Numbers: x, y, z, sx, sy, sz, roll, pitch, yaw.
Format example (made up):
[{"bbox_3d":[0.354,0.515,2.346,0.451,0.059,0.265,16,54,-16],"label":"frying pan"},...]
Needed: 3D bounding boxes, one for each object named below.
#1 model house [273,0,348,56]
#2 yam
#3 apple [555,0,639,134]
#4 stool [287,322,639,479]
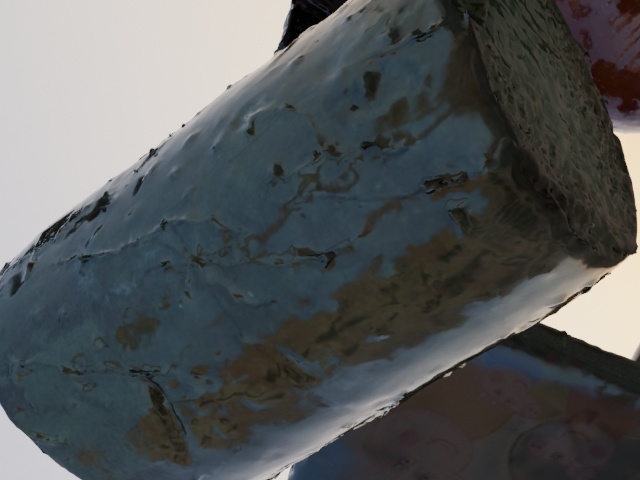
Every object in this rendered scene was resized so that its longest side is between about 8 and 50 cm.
[{"bbox_3d":[0.019,-0.223,1.500,0.106,0.165,0.152,38,176,33],"label":"model house"},{"bbox_3d":[0.000,0.000,0.618,0.161,0.268,0.161,37,-147,-29],"label":"yam"},{"bbox_3d":[0.249,-0.196,1.212,0.235,0.173,0.210,58,-162,24],"label":"apple"},{"bbox_3d":[0.160,0.143,1.201,0.310,0.310,0.226,24,-145,2],"label":"stool"}]
